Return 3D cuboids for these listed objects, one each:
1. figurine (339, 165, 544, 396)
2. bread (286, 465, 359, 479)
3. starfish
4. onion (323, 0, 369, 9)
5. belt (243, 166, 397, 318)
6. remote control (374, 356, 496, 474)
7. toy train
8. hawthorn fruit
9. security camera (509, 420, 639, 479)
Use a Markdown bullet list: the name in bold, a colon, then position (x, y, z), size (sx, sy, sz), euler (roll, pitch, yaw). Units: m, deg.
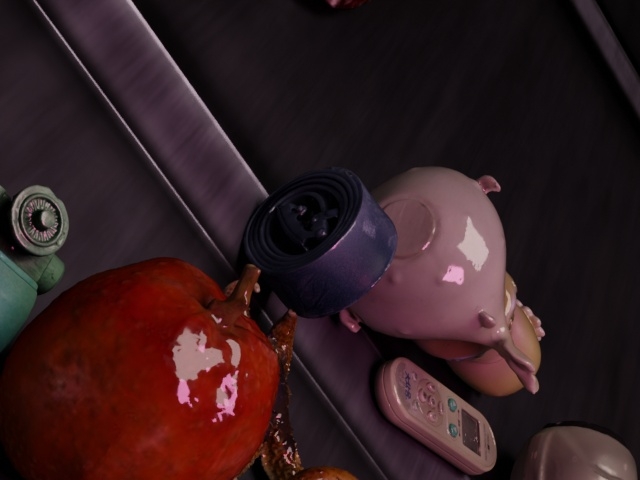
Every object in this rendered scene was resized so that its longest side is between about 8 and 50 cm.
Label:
- **figurine**: position (0.172, 0.093, 1.714), size (0.274, 0.227, 0.394), euler (51, 0, 36)
- **bread**: position (-0.014, 0.293, 1.349), size (0.193, 0.064, 0.193), euler (-7, 100, -44)
- **starfish**: position (-0.063, 0.155, 1.421), size (0.238, 0.071, 0.216), euler (59, 35, 2)
- **onion**: position (0.019, -0.431, 1.866), size (0.314, 0.146, 0.280), euler (54, 27, -27)
- **belt**: position (0.000, 0.000, 1.532), size (0.082, 0.141, 0.190), euler (53, 0, -27)
- **remote control**: position (0.132, 0.204, 1.722), size (0.221, 0.042, 0.078), euler (39, 39, -41)
- **toy train**: position (-0.301, -0.017, 1.130), size (0.248, 0.101, 0.159), euler (48, 51, -30)
- **hawthorn fruit**: position (-0.127, 0.103, 1.152), size (0.205, 0.253, 0.205), euler (27, 36, -22)
- **security camera**: position (0.340, 0.342, 1.838), size (0.277, 0.197, 0.191), euler (40, 52, -25)
